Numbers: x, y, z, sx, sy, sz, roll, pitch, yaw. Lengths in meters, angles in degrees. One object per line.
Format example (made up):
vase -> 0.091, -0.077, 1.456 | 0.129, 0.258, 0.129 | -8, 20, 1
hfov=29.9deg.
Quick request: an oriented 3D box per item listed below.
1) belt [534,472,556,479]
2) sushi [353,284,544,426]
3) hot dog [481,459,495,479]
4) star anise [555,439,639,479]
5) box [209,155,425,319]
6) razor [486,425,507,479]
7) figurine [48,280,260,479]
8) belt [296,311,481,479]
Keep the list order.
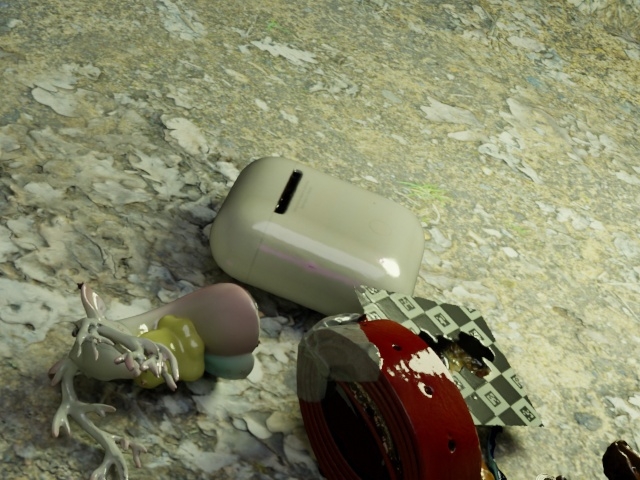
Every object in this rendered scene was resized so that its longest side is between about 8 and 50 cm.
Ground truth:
belt -> 0.341, 0.383, 1.765 | 0.059, 0.036, 0.083 | -1, 40, -28
sushi -> 0.185, 0.197, 1.856 | 0.290, 0.050, 0.264 | 12, 40, -39
hot dog -> 0.187, 0.333, 1.725 | 0.115, 0.072, 0.269 | -7, 44, -24
star anise -> 0.464, 0.397, 1.729 | 0.190, 0.126, 0.220 | -26, 76, -14
box -> 0.000, -0.001, 2.009 | 0.349, 0.141, 0.289 | 22, 37, 0
razor -> 0.266, 0.329, 1.808 | 0.028, 0.044, 0.155 | -8, 38, 9
figurine -> -0.230, 0.161, 1.629 | 0.315, 0.206, 0.284 | -13, 36, -33
belt -> 0.080, 0.245, 1.646 | 0.115, 0.227, 0.324 | -7, 49, -38
